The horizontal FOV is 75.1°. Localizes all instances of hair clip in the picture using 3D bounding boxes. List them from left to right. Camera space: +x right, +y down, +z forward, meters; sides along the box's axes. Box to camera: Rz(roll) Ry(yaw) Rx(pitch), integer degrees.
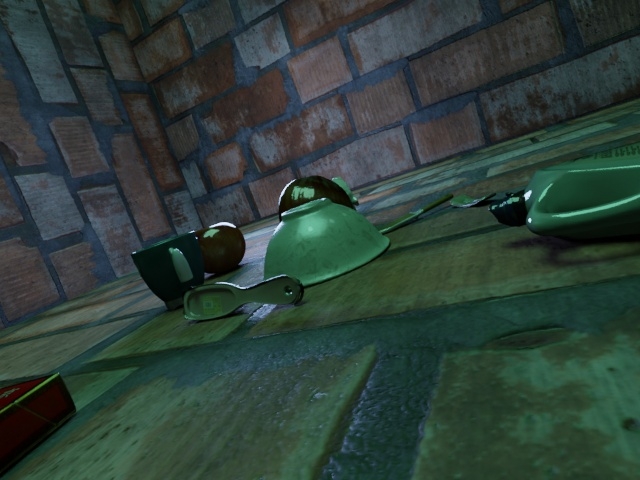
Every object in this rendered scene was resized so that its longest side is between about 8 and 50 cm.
[{"bbox_3d":[0.377,-0.101,1.035,0.054,0.022,0.137,-23,10,-16],"label":"hair clip"}]

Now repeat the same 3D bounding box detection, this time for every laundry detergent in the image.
[{"bbox_3d":[0.363,-0.059,0.541,0.280,0.106,0.214,-12,14,34],"label":"laundry detergent"}]

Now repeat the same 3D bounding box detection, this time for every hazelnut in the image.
[{"bbox_3d":[-0.014,-0.078,1.167,0.211,0.181,0.181,1,30,-18],"label":"hazelnut"}]

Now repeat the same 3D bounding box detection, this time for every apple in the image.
[{"bbox_3d":[-0.346,0.033,1.398,0.201,0.162,0.201,-23,-2,-1],"label":"apple"}]

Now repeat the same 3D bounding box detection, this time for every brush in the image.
[{"bbox_3d":[-0.151,0.107,0.816,0.312,0.072,0.067,-13,-3,33],"label":"brush"}]

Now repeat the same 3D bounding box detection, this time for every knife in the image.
[{"bbox_3d":[0.245,-0.064,1.100,0.255,0.022,0.046,-27,17,-15],"label":"knife"}]

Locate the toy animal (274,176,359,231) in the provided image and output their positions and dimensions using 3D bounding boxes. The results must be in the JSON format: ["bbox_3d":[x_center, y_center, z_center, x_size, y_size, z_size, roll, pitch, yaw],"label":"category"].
[{"bbox_3d":[-0.006,-0.067,1.313,0.282,0.138,0.140,-43,0,0],"label":"toy animal"}]

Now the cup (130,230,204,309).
[{"bbox_3d":[-0.382,0.082,1.098,0.167,0.173,0.299,-25,10,-26],"label":"cup"}]

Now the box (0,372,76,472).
[{"bbox_3d":[-0.446,0.260,0.494,0.153,0.074,0.240,-22,7,17],"label":"box"}]

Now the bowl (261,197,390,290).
[{"bbox_3d":[-0.013,-0.011,0.953,0.313,0.146,0.313,-21,8,3],"label":"bowl"}]
